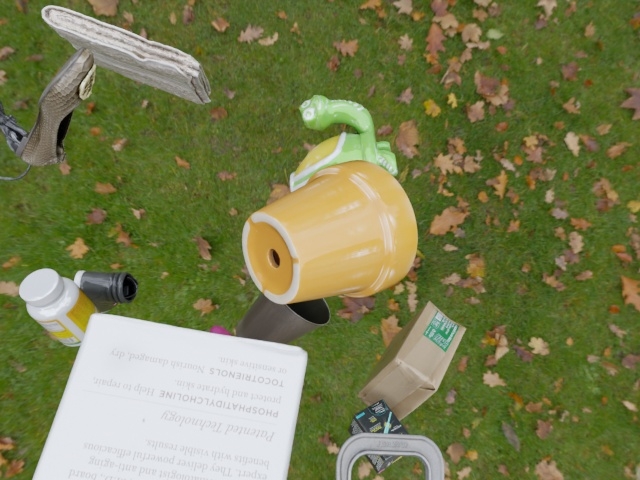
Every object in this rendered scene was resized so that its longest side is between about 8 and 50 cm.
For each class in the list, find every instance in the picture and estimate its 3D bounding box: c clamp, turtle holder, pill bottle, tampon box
[{"bbox_3d":[0.091,0.300,0.537,0.161,0.022,0.137,14,73,-11],"label":"c clamp"},{"bbox_3d":[0.050,-0.129,0.983,0.227,0.320,0.243,-9,43,9],"label":"turtle holder"},{"bbox_3d":[-0.630,0.163,1.106,0.118,0.208,0.117,-2,52,3],"label":"pill bottle"},{"bbox_3d":[0.186,0.610,1.420,0.120,0.101,0.161,-16,47,-31],"label":"tampon box"}]

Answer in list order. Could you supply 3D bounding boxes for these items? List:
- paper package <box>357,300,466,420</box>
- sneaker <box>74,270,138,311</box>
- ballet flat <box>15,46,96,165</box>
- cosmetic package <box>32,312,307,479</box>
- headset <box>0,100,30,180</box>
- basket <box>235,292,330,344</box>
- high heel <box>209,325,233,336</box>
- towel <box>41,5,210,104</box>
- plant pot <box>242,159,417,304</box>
[{"bbox_3d":[0.319,0.425,1.582,0.168,0.309,0.325,39,44,9],"label":"paper package"},{"bbox_3d":[-0.625,0.166,1.389,0.147,0.296,0.104,5,70,-6],"label":"sneaker"},{"bbox_3d":[-0.355,-0.170,0.627,0.058,0.250,0.084,37,44,-25],"label":"ballet flat"},{"bbox_3d":[-0.219,0.366,0.728,0.327,0.329,0.393,10,68,-2],"label":"cosmetic package"},{"bbox_3d":[-0.615,-0.058,0.668,0.394,0.243,0.185,-40,133,-17],"label":"headset"},{"bbox_3d":[-0.123,0.219,1.280,0.204,0.154,0.227,37,119,-23],"label":"basket"},{"bbox_3d":[-0.221,0.273,1.116,0.082,0.117,0.244,-10,41,-23],"label":"high heel"},{"bbox_3d":[-0.356,-0.347,0.882,0.282,0.187,0.049,19,87,-4],"label":"towel"},{"bbox_3d":[0.000,0.000,0.652,0.188,0.205,0.205,-19,87,-38],"label":"plant pot"}]
